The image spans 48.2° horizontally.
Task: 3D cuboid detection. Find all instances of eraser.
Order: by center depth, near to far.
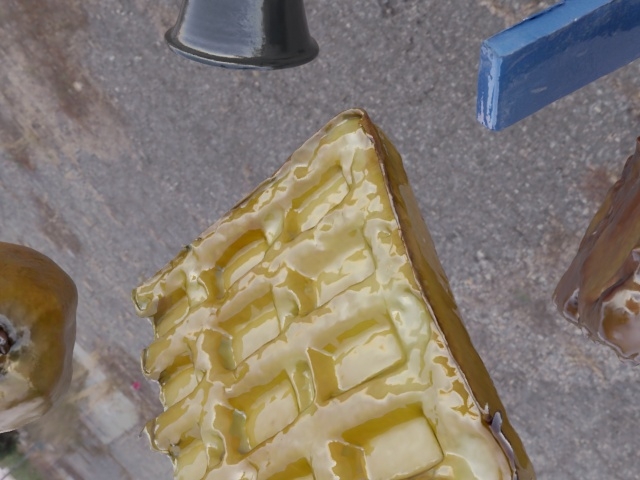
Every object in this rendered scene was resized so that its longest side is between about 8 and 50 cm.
[{"bbox_3d":[0.338,-0.253,0.890,0.042,0.312,0.144,58,171,30],"label":"eraser"}]

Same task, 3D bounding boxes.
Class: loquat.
[{"bbox_3d":[-0.324,0.094,0.701,0.234,0.176,0.187,-157,55,-75],"label":"loquat"}]

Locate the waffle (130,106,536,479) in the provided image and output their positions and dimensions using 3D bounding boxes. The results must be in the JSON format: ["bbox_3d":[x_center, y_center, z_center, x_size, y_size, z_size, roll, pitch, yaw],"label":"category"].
[{"bbox_3d":[-0.018,0.098,0.556,0.078,0.304,0.348,29,-147,-43],"label":"waffle"}]

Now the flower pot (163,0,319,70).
[{"bbox_3d":[-0.112,-0.357,1.053,0.235,0.235,0.148,29,127,33],"label":"flower pot"}]

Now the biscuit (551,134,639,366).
[{"bbox_3d":[0.417,-0.049,0.764,0.166,0.394,0.343,28,-175,7],"label":"biscuit"}]
